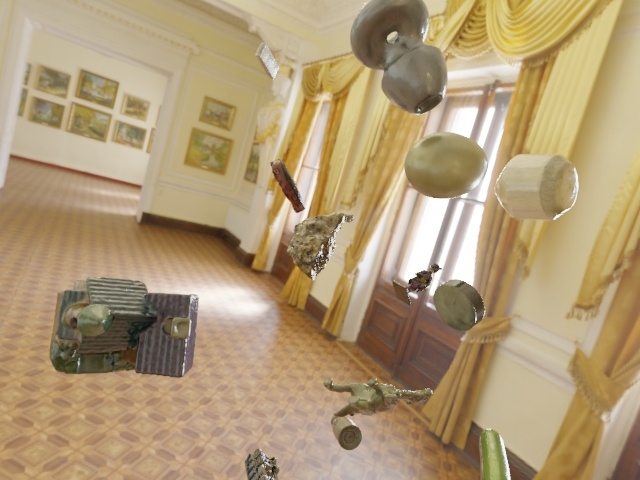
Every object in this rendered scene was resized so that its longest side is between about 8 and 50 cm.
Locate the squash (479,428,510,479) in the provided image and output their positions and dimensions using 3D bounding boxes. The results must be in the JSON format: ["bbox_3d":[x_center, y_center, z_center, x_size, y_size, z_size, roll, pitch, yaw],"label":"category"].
[{"bbox_3d":[0.612,0.811,1.478,0.101,0.102,0.379,17,21,11],"label":"squash"}]

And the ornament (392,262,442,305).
[{"bbox_3d":[0.364,0.147,1.572,0.203,0.088,0.081,-34,30,-24],"label":"ornament"}]

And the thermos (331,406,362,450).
[{"bbox_3d":[0.108,0.806,1.842,0.104,0.137,0.193,23,-7,-12],"label":"thermos"}]

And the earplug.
[{"bbox_3d":[0.219,-0.491,1.120,0.326,0.214,0.175,50,25,-25],"label":"earplug"}]

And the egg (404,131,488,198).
[{"bbox_3d":[0.353,-0.209,1.181,0.241,0.186,0.186,-3,13,-20],"label":"egg"}]

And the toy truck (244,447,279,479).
[{"bbox_3d":[-0.182,0.746,1.325,0.083,0.092,0.192,42,-2,-21],"label":"toy truck"}]

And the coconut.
[{"bbox_3d":[0.758,-0.191,1.510,0.237,0.238,0.265,10,3,-42],"label":"coconut"}]

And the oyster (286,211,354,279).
[{"bbox_3d":[-0.016,-0.022,1.768,0.204,0.396,0.111,32,-38,0],"label":"oyster"}]

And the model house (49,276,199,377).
[{"bbox_3d":[-0.457,0.221,1.035,0.280,0.246,0.312,-1,-11,43],"label":"model house"}]

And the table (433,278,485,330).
[{"bbox_3d":[0.364,0.170,1.113,0.043,0.134,0.133,-24,29,-29],"label":"table"}]

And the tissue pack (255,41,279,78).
[{"bbox_3d":[-0.174,-0.590,1.387,0.023,0.056,0.108,13,-18,24],"label":"tissue pack"}]

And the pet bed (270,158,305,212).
[{"bbox_3d":[-0.106,-0.182,1.425,0.053,0.201,0.201,-29,4,2],"label":"pet bed"}]

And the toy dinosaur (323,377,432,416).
[{"bbox_3d":[0.140,0.414,1.101,0.294,0.077,0.162,-12,-42,32],"label":"toy dinosaur"}]
